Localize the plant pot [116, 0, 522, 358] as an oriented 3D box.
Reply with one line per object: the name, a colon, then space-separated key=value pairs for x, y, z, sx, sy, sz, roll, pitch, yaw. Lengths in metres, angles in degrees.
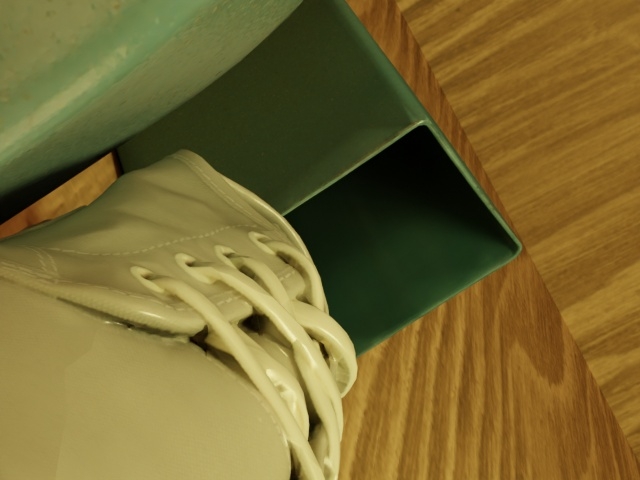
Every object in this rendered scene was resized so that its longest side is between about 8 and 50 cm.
plant pot: x=-0.027 y=-0.069 z=1.013 sx=0.166 sy=0.165 sz=0.234 roll=46 pitch=14 yaw=-55

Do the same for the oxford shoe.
oxford shoe: x=-0.054 y=0.054 z=0.564 sx=0.449 sy=0.130 sz=0.169 roll=-92 pitch=158 yaw=-81

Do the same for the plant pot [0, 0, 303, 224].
plant pot: x=-0.111 y=-0.147 z=0.581 sx=0.247 sy=0.252 sz=0.248 roll=62 pitch=12 yaw=-3
